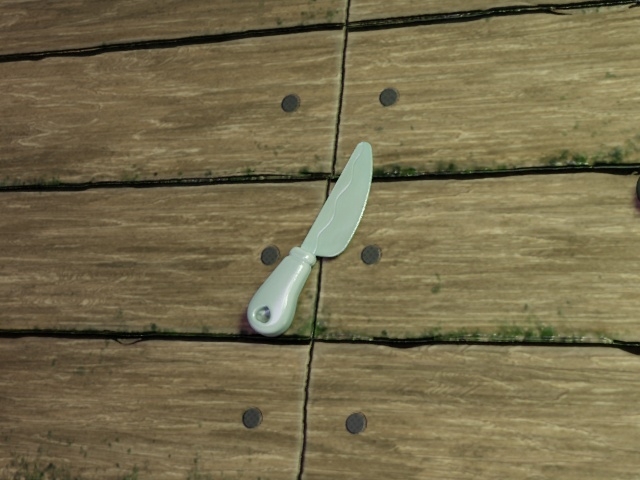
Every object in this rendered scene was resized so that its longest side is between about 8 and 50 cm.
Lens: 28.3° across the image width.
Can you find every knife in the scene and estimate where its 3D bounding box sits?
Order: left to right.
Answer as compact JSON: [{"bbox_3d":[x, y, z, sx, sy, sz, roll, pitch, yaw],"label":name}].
[{"bbox_3d":[0.001,0.001,1.902,0.080,0.044,0.331,31,85,29],"label":"knife"}]

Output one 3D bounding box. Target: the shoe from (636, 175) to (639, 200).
[{"bbox_3d":[0.521,-0.087,1.647,0.228,0.112,0.099,-4,74,22],"label":"shoe"}]
